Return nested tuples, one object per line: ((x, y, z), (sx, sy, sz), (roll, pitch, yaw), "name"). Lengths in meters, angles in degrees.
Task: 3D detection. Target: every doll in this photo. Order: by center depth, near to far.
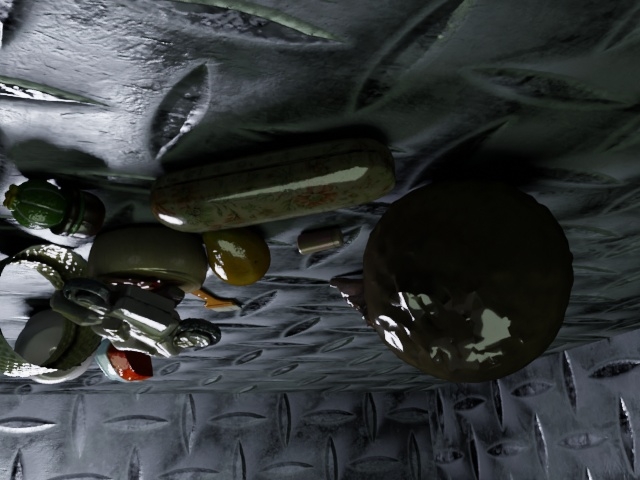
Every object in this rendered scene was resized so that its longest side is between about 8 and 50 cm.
((-0.737, 0.281, 2.080), (0.251, 0.221, 0.221), (-33, 159, -3), "doll")

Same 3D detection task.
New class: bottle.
((0.000, 0.000, 1.615), (0.096, 0.045, 0.045), (-13, 159, 16), "bottle")

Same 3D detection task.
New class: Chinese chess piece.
((-0.367, 0.050, 1.593), (0.249, 0.103, 0.250), (-2, 162, -1), "Chinese chess piece")

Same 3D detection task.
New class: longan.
((0.273, 0.075, 1.381), (0.391, 0.391, 0.391), (-4, 160, -1), "longan")

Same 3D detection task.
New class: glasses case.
((-0.084, -0.089, 1.263), (0.425, 0.098, 0.156), (-9, 157, 14), "glasses case")

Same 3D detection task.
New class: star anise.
((0.176, 0.179, 1.926), (0.292, 0.109, 0.349), (26, -173, -29), "star anise")

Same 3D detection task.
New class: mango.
((-0.178, 0.026, 1.582), (0.136, 0.099, 0.227), (-7, 151, 10), "mango")

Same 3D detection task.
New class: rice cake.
((-0.353, 0.133, 1.631), (0.047, 0.036, 0.206), (14, 158, -33), "rice cake")

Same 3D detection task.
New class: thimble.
((-0.604, 0.148, 1.579), (0.150, 0.271, 0.271), (-16, 158, 35), "thimble")

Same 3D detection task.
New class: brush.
((-0.308, 0.154, 2.025), (0.090, 0.017, 0.314), (-10, 159, 15), "brush")

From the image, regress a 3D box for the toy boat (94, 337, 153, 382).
((-0.648, 0.386, 2.400), (0.133, 0.145, 0.332), (-12, 164, 0), "toy boat")

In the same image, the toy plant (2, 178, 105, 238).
((-0.461, -0.057, 1.289), (0.162, 0.093, 0.093), (17, 151, -40), "toy plant")

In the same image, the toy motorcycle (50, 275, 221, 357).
((-0.391, 0.169, 1.568), (0.340, 0.108, 0.223), (26, 146, -25), "toy motorcycle")
